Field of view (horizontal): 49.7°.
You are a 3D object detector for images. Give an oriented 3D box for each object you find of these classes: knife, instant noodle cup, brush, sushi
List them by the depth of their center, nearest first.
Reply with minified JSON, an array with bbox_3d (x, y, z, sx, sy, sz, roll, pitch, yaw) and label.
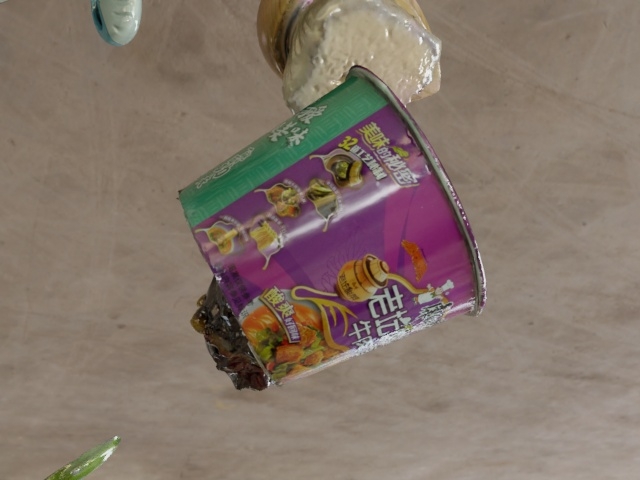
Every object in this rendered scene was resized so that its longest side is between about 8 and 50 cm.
[{"bbox_3d":[0.000,0.000,0.614,0.190,0.251,0.251,-27,147,-5],"label":"instant noodle cup"},{"bbox_3d":[-0.263,0.238,0.641,0.184,0.022,0.026,-32,177,-33],"label":"knife"},{"bbox_3d":[-0.211,-0.282,0.661,0.064,0.222,0.031,-31,158,30],"label":"knife"},{"bbox_3d":[0.062,-0.212,0.797,0.266,0.166,0.174,14,123,-37],"label":"brush"},{"bbox_3d":[-0.080,0.106,0.884,0.172,0.153,0.150,19,121,-37],"label":"sushi"}]

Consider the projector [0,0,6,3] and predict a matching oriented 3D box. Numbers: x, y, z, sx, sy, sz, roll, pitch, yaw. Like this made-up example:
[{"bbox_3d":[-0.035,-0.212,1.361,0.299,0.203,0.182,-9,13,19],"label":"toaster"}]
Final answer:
[{"bbox_3d":[-0.275,-0.373,0.574,0.108,0.108,0.338,13,128,-26],"label":"projector"}]
